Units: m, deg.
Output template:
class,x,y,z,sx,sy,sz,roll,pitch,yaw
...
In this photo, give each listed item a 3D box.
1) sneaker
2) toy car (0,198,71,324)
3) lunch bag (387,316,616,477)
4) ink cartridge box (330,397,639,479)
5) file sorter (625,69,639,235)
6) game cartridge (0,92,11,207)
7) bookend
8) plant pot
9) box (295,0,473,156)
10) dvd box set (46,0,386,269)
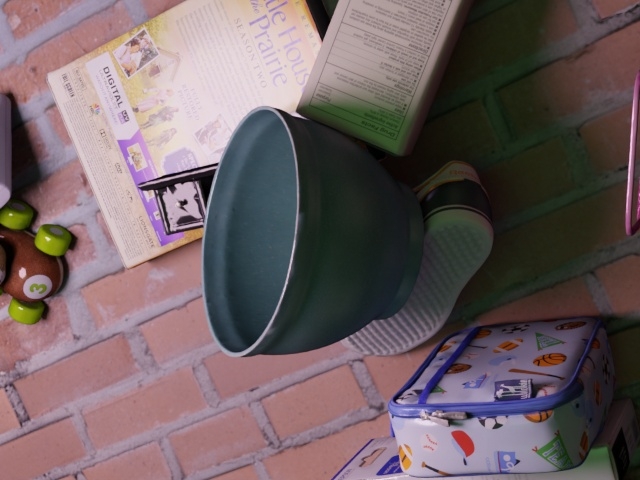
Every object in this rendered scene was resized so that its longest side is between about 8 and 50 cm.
class,x,y,z,sx,sy,sz,roll,pitch,yaw
sneaker,0.126,0.028,1.574,0.126,0.127,0.321,21,138,-17
toy car,-0.482,0.045,1.789,0.149,0.188,0.155,31,111,15
lunch bag,0.215,0.183,1.459,0.243,0.303,0.115,-5,102,26
ink cartridge box,0.208,0.279,1.551,0.371,0.176,0.069,-11,97,25
file sorter,0.494,-0.093,1.351,0.290,0.182,0.202,6,103,22
game cartridge,-0.576,-0.077,1.826,0.297,0.062,0.198,-25,59,25
bookend,-0.143,-0.023,1.629,0.157,0.072,0.156,-10,98,25
plant pot,0.000,0.000,1.452,0.196,0.293,0.293,7,109,-24
box,0.098,-0.269,1.478,0.148,0.121,0.311,24,98,8
dvd box set,-0.152,-0.172,1.676,0.420,0.062,0.308,-23,91,25
